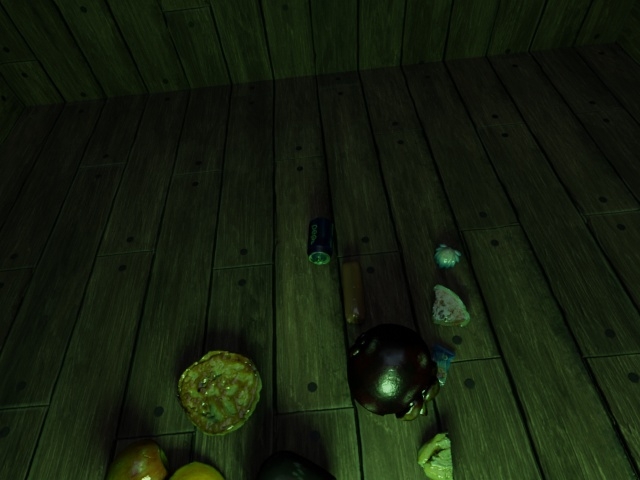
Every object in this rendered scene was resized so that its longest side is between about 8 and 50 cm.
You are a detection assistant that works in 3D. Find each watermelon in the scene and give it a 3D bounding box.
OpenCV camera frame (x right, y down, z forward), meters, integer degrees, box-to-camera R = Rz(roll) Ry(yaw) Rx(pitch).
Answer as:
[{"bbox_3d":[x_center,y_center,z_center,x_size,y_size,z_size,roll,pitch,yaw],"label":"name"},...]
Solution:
[{"bbox_3d":[0.492,0.276,1.616,0.139,0.071,0.187,-34,66,-10],"label":"watermelon"}]

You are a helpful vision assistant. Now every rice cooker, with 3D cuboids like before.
[{"bbox_3d":[-0.089,0.769,1.192,0.224,0.267,0.267,15,56,17],"label":"rice cooker"}]

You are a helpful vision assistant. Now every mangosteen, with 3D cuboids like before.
[{"bbox_3d":[0.256,0.454,1.382,0.347,0.307,0.307,40,63,-2],"label":"mangosteen"}]

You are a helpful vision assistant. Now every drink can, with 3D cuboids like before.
[{"bbox_3d":[0.000,0.000,1.831,0.118,0.118,0.205,0,52,5],"label":"drink can"}]

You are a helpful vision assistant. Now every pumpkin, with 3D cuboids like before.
[{"bbox_3d":[-0.423,0.807,1.284,0.253,0.131,0.149,18,18,-24],"label":"pumpkin"}]

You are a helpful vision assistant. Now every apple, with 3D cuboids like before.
[{"bbox_3d":[-0.576,0.741,1.288,0.195,0.196,0.196,-3,53,3],"label":"apple"}]

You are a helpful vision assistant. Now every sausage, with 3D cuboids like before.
[{"bbox_3d":[0.136,0.209,1.683,0.086,0.086,0.289,-5,55,2],"label":"sausage"}]

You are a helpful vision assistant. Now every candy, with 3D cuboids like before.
[{"bbox_3d":[0.437,0.457,1.503,0.088,0.038,0.136,28,67,8],"label":"candy"}]

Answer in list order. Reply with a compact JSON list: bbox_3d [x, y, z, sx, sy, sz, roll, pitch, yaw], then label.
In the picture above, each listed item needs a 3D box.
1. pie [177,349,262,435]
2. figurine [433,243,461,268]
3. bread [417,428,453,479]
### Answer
[{"bbox_3d":[-0.366,0.550,1.481,0.314,0.092,0.316,-3,58,6],"label":"pie"},{"bbox_3d":[0.542,0.077,1.759,0.114,0.079,0.115,0,90,14],"label":"figurine"},{"bbox_3d":[0.366,0.689,1.306,0.110,0.103,0.156,-5,47,16],"label":"bread"}]
